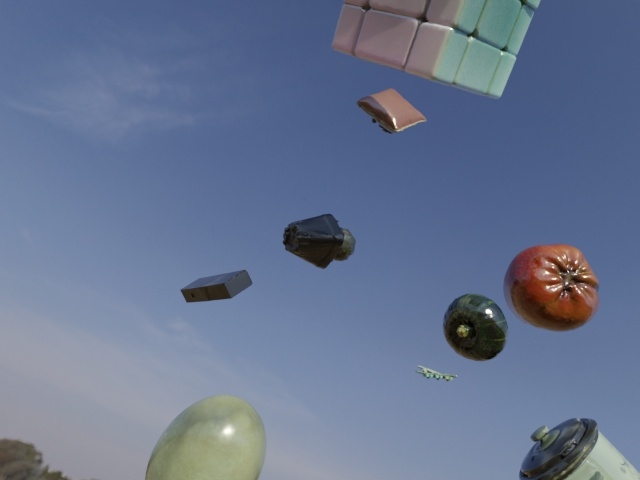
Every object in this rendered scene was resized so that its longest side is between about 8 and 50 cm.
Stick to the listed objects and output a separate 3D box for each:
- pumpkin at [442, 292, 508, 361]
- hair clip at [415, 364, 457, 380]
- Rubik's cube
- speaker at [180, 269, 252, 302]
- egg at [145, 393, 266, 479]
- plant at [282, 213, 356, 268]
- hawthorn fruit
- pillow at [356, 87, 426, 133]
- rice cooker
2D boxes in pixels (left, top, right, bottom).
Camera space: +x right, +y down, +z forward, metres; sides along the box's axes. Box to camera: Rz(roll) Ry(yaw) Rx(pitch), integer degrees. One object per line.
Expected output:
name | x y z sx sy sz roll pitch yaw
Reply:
pumpkin | 0.380 0.215 1.192 0.125 0.167 0.167 -5 -31 -18
hair clip | 0.490 0.569 2.037 0.173 0.049 0.049 9 -36 18
Rubik's cube | 0.269 -0.531 1.092 0.319 0.322 0.316 34 -62 38
speaker | -0.282 0.124 1.287 0.218 0.082 0.044 -11 -73 45
egg | -0.270 0.526 1.137 0.258 0.258 0.352 32 -79 -19
plant | 0.000 0.000 1.632 0.256 0.142 0.164 12 -52 -34
hawthorn fruit | 0.698 0.156 1.505 0.277 0.277 0.298 21 -29 -5
pillow | 0.220 -0.396 1.489 0.171 0.179 0.075 45 -41 17
rice cooker | 0.685 0.625 1.272 0.264 0.316 0.316 -44 -60 8
